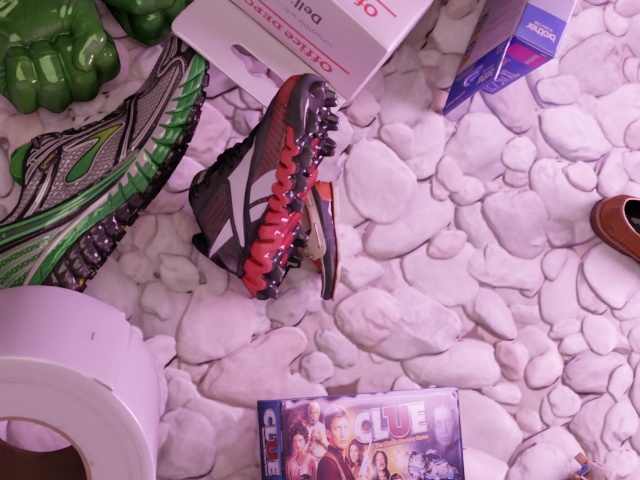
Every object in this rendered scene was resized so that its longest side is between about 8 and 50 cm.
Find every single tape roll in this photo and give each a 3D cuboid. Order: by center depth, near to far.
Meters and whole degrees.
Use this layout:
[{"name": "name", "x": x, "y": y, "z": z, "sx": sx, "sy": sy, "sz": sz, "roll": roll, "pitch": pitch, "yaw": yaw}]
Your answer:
[{"name": "tape roll", "x": -0.275, "y": 0.184, "z": 1.101, "sx": 0.246, "sy": 0.169, "sz": 0.246, "roll": -2, "pitch": 110, "yaw": -5}]

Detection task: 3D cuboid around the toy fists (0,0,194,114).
[{"name": "toy fists", "x": -0.238, "y": -0.250, "z": 1.249, "sx": 0.279, "sy": 0.096, "sz": 0.142, "roll": -41, "pitch": 92, "yaw": -15}]

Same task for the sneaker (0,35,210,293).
[{"name": "sneaker", "x": -0.236, "y": -0.083, "z": 1.207, "sx": 0.146, "sy": 0.134, "sz": 0.343, "roll": 37, "pitch": 78, "yaw": -4}]

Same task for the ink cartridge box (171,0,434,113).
[{"name": "ink cartridge box", "x": 0.025, "y": -0.299, "z": 1.245, "sx": 0.207, "sy": 0.119, "sz": 0.353, "roll": 39, "pitch": 60, "yaw": -4}]

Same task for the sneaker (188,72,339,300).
[{"name": "sneaker", "x": -0.067, "y": -0.064, "z": 1.195, "sx": 0.135, "sy": 0.276, "sz": 0.097, "roll": 27, "pitch": 42, "yaw": 9}]

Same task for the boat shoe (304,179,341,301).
[{"name": "boat shoe", "x": 0.000, "y": 0.000, "z": 1.286, "sx": 0.043, "sy": 0.049, "sz": 0.137, "roll": -1, "pitch": 80, "yaw": -8}]

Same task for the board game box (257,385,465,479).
[{"name": "board game box", "x": 0.049, "y": 0.241, "z": 1.217, "sx": 0.243, "sy": 0.042, "sz": 0.165, "roll": 1, "pitch": 82, "yaw": -37}]

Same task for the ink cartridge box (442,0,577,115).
[{"name": "ink cartridge box", "x": 0.240, "y": -0.284, "z": 1.300, "sx": 0.065, "sy": 0.186, "sz": 0.311, "roll": 27, "pitch": 79, "yaw": -9}]

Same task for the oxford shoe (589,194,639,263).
[{"name": "oxford shoe", "x": 0.419, "y": 0.012, "z": 1.355, "sx": 0.212, "sy": 0.076, "sz": 0.076, "roll": 26, "pitch": 77, "yaw": -9}]

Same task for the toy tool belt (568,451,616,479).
[{"name": "toy tool belt", "x": 0.296, "y": 0.284, "z": 1.312, "sx": 0.051, "sy": 0.052, "sz": 0.083, "roll": 23, "pitch": 73, "yaw": 24}]
